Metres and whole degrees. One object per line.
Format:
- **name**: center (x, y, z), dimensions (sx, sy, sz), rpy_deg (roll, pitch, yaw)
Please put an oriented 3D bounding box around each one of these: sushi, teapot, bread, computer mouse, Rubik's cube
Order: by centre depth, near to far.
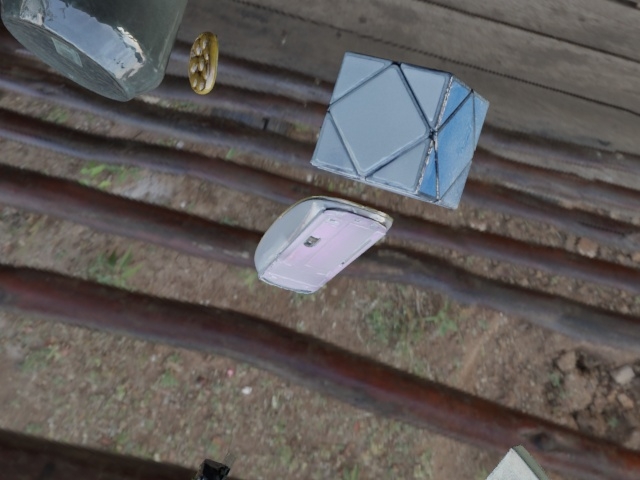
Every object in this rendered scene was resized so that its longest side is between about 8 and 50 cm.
- **computer mouse**: center (0.000, 0.000, 1.212), dimensions (0.126, 0.056, 0.245), rpy_deg (16, 149, -21)
- **teapot**: center (-0.284, -0.406, 1.285), dimensions (0.253, 0.300, 0.343), rpy_deg (24, 78, 19)
- **sushi**: center (-0.201, 0.391, 1.305), dimensions (0.051, 0.192, 0.215), rpy_deg (30, 77, -3)
- **bread**: center (-0.196, -0.299, 1.526), dimensions (0.025, 0.110, 0.110), rpy_deg (1, 115, -28)
- **Rubik's cube**: center (0.139, -0.183, 1.531), dimensions (0.207, 0.205, 0.205), rpy_deg (20, 94, 27)

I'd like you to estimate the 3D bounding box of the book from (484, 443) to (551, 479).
- **book**: center (0.242, 0.366, 1.136), dimensions (0.138, 0.016, 0.198), rpy_deg (51, 133, 29)
